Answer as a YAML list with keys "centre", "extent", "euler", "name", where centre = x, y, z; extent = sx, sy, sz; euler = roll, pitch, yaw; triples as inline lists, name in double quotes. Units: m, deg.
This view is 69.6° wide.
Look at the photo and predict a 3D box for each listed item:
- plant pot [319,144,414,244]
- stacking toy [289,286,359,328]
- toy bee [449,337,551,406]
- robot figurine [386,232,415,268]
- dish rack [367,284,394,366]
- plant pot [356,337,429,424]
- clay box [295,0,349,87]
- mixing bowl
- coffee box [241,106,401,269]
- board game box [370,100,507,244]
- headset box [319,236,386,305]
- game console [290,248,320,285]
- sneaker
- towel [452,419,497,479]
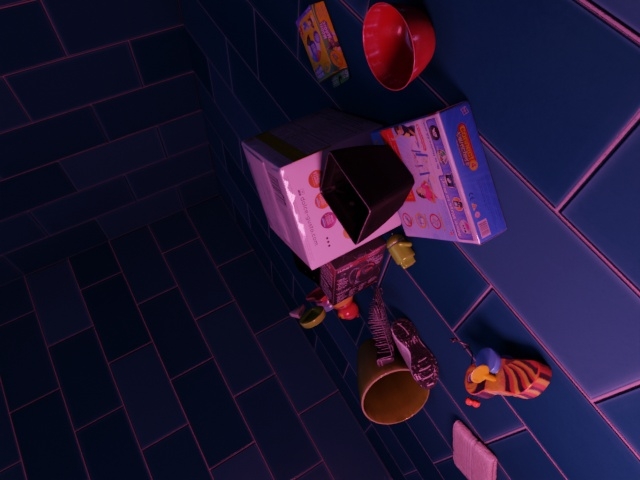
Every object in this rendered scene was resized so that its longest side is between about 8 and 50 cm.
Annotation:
- centre: [0.124, -0.134, 1.167]
  extent: [0.187, 0.167, 0.188]
  euler: [57, 161, 19]
  name: "plant pot"
- centre: [0.023, 0.343, 2.209]
  extent: [0.130, 0.279, 0.309]
  euler: [58, 163, -17]
  name: "stacking toy"
- centre: [0.458, 0.372, 1.220]
  extent: [0.195, 0.162, 0.298]
  euler: [19, 171, -5]
  name: "toy bee"
- centre: [0.254, 0.030, 1.465]
  extent: [0.115, 0.067, 0.101]
  euler: [59, 169, 14]
  name: "robot figurine"
- centre: [0.227, 0.316, 1.768]
  extent: [0.208, 0.074, 0.271]
  euler: [-71, -35, -69]
  name: "dish rack"
- centre: [0.258, 0.539, 1.890]
  extent: [0.293, 0.275, 0.274]
  euler: [-117, 10, -61]
  name: "plant pot"
- centre: [0.007, -0.567, 1.364]
  extent: [0.127, 0.053, 0.222]
  euler: [9, 122, 69]
  name: "clay box"
- centre: [0.182, -0.430, 0.997]
  extent: [0.181, 0.098, 0.181]
  euler: [53, 160, 29]
  name: "mixing bowl"
- centre: [0.003, -0.180, 1.442]
  extent: [0.338, 0.334, 0.337]
  euler: [40, 152, 54]
  name: "coffee box"
- centre: [0.276, -0.155, 1.130]
  extent: [0.302, 0.086, 0.308]
  euler: [12, 126, 68]
  name: "board game box"
- centre: [0.113, 0.085, 1.684]
  extent: [0.110, 0.218, 0.293]
  euler: [53, 160, 29]
  name: "headset box"
- centre: [-0.054, 0.031, 2.091]
  extent: [0.386, 0.060, 0.342]
  euler: [26, 133, 60]
  name: "game console"
- centre: [0.348, 0.418, 1.707]
  extent: [0.108, 0.100, 0.271]
  euler: [89, 157, -70]
  name: "sneaker"
- centre: [0.565, 0.805, 1.689]
  extent: [0.187, 0.049, 0.282]
  euler: [40, 149, 48]
  name: "towel"
